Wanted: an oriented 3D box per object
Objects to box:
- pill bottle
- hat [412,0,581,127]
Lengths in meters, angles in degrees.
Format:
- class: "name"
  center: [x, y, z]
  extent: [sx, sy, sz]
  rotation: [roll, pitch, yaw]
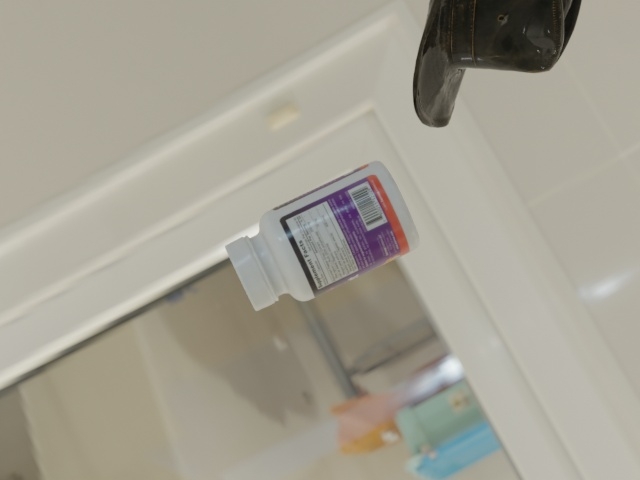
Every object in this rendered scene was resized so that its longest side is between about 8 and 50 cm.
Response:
- class: "pill bottle"
  center: [0.000, 0.000, 1.655]
  extent: [0.193, 0.108, 0.108]
  rotation: [-25, 164, -2]
- class: "hat"
  center: [0.207, -0.267, 1.611]
  extent: [0.331, 0.134, 0.331]
  rotation: [15, 90, -78]
